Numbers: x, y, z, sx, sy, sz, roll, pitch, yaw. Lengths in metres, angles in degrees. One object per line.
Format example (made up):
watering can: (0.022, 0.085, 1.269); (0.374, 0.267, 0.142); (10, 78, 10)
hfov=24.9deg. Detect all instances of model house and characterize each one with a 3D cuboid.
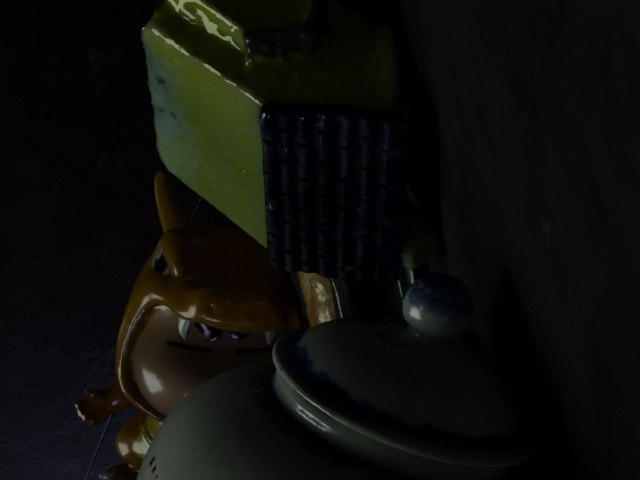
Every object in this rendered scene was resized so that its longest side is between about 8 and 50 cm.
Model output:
model house: (0.008, -0.091, 0.995); (0.211, 0.170, 0.194); (41, 152, 25)

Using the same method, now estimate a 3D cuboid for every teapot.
teapot: (0.025, 0.146, 0.843); (0.424, 0.252, 0.280); (-30, -38, -72)

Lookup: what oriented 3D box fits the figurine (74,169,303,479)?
figurine: (-0.145, 0.139, 1.720); (0.401, 0.268, 0.387); (37, 130, 37)

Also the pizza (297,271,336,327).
pizza: (0.000, 0.000, 1.528); (0.365, 0.074, 0.182); (-113, 11, -56)

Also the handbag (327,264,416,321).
handbag: (0.044, 0.074, 1.218); (0.260, 0.079, 0.247); (-125, 22, -84)

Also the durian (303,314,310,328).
durian: (0.012, 0.159, 1.832); (0.208, 0.102, 0.146); (0, 108, 61)
